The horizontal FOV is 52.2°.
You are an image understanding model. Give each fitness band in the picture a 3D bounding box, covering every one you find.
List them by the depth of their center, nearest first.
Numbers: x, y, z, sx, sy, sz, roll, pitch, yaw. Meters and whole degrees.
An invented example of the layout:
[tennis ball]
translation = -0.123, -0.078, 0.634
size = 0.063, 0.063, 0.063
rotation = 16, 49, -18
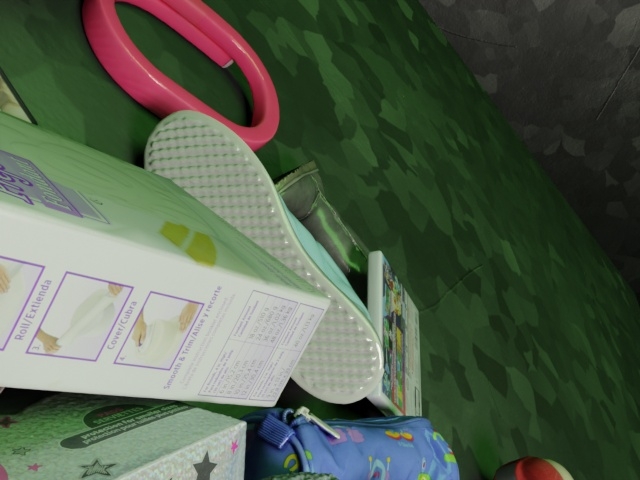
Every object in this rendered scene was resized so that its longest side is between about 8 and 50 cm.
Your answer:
[fitness band]
translation = -0.170, -0.228, 0.849
size = 0.291, 0.054, 0.209
rotation = 31, 43, -38

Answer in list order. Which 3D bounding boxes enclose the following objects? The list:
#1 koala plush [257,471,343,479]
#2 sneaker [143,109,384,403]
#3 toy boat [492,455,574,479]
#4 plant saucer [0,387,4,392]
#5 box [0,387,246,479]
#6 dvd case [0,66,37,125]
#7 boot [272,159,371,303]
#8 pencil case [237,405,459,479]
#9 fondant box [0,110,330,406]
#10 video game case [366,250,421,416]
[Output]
[koala plush]
translation = 0.047, 0.293, 0.483
size = 0.221, 0.196, 0.203
rotation = 4, 32, -36
[sneaker]
translation = -0.066, 0.022, 0.745
size = 0.366, 0.135, 0.150
rotation = 56, 1, 2
[toy boat]
translation = 0.289, 0.428, 0.907
size = 0.151, 0.151, 0.231
rotation = -4, 63, -25
[plant saucer]
translation = -0.303, 0.021, 0.296
size = 0.311, 0.050, 0.310
rotation = 29, 6, -3
[box]
translation = -0.173, 0.170, 0.334
size = 0.247, 0.163, 0.142
rotation = -7, 101, -58
[dvd case]
translation = -0.370, -0.181, 0.531
size = 0.253, 0.022, 0.180
rotation = 57, 30, -4
[boot]
translation = 0.001, 0.000, 0.898
size = 0.208, 0.076, 0.190
rotation = 64, 32, -7
[pencil case]
translation = 0.026, 0.233, 0.660
size = 0.119, 0.133, 0.306
rotation = 30, 6, 41
[fondant box]
translation = -0.182, -0.007, 0.418
size = 0.238, 0.096, 0.330
rotation = 34, 8, 39
[video game case]
translation = 0.100, 0.144, 0.877
size = 0.183, 0.023, 0.201
rotation = 54, 33, -49
